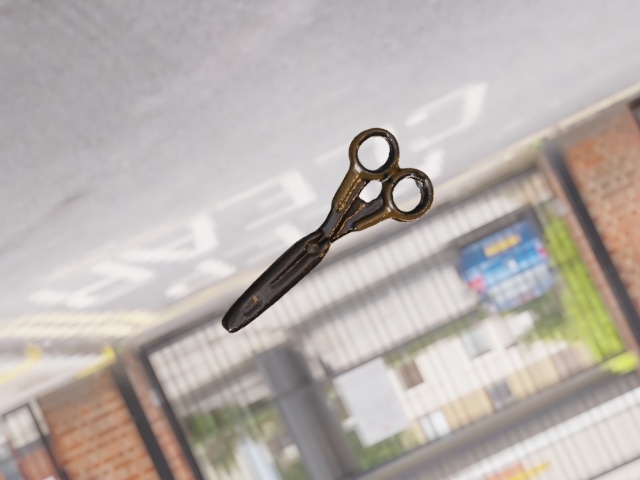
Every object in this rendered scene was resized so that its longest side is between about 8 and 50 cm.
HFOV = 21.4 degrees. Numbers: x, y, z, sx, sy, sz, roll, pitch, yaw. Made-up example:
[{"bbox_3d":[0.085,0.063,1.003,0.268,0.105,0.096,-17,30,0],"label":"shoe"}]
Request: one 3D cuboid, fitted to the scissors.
[{"bbox_3d":[0.000,0.000,1.383,0.220,0.088,0.017,-43,-170,-19],"label":"scissors"}]
